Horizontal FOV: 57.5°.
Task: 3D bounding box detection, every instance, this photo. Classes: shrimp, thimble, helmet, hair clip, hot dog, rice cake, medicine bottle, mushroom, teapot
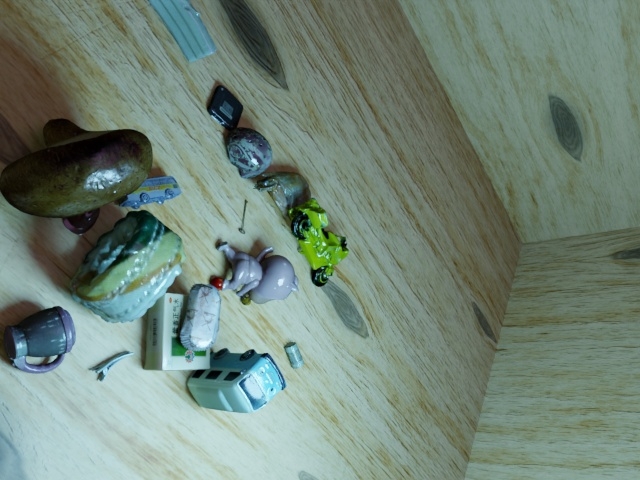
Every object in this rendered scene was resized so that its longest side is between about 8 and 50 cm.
[{"bbox_3d":[-0.133,-0.166,2.107,0.317,0.077,0.168,-6,89,-54],"label":"shrimp"},{"bbox_3d":[-0.489,0.069,1.490,0.288,0.254,0.167,-51,120,-12],"label":"thimble"},{"bbox_3d":[-0.228,-0.302,1.985,0.177,0.107,0.153,60,45,-36],"label":"helmet"},{"bbox_3d":[-0.544,0.328,1.538,0.115,0.030,0.039,-32,126,-46],"label":"hair clip"},{"bbox_3d":[-0.333,0.216,1.644,0.108,0.059,0.191,19,70,-31],"label":"hot dog"},{"bbox_3d":[-0.612,-0.072,1.522,0.089,0.057,0.111,42,52,-39],"label":"helmet"},{"bbox_3d":[-0.428,-0.679,1.827,0.237,0.127,0.043,59,42,-25],"label":"rice cake"},{"bbox_3d":[-0.092,0.403,2.047,0.047,0.047,0.083,-32,107,-49],"label":"medicine bottle"},{"bbox_3d":[-0.565,-0.168,1.392,0.239,0.345,0.345,52,46,-31],"label":"mushroom"},{"bbox_3d":[-0.665,0.232,1.373,0.146,0.148,0.116,-12,55,-40],"label":"teapot"}]

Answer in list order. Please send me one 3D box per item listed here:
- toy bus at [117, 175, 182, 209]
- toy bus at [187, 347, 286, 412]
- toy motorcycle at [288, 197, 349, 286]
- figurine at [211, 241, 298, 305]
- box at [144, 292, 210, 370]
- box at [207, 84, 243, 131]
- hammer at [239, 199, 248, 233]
[{"bbox_3d":[-0.494,-0.139,1.679,0.190,0.064,0.075,-20,85,-51],"label":"toy bus"},{"bbox_3d":[-0.249,0.411,1.684,0.165,0.271,0.133,-42,114,-42],"label":"toy bus"},{"bbox_3d":[0.002,0.000,2.162,0.206,0.142,0.342,-53,136,-36],"label":"toy motorcycle"},{"bbox_3d":[-0.216,0.117,1.911,0.287,0.186,0.176,15,29,-27],"label":"figurine"},{"bbox_3d":[-0.406,0.263,1.667,0.168,0.095,0.212,11,73,-46],"label":"box"},{"bbox_3d":[-0.319,-0.450,1.982,0.126,0.027,0.125,39,54,-39],"label":"box"},{"bbox_3d":[-0.260,-0.081,1.983,0.029,0.014,0.123,33,55,-52],"label":"hammer"}]
